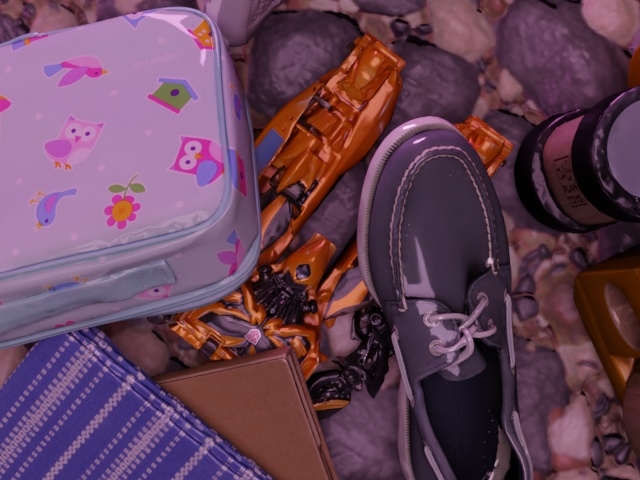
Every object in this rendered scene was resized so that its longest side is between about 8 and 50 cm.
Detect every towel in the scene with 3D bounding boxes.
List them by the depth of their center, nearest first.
[{"bbox_3d":[-0.122,0.233,1.302,0.336,0.040,0.243,40,117,0],"label":"towel"}]

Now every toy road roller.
[{"bbox_3d":[0.309,0.003,1.246,0.240,0.202,0.330,-22,91,-9],"label":"toy road roller"}]

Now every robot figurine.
[{"bbox_3d":[0.000,0.000,1.300,0.211,0.085,0.291,37,93,-2],"label":"robot figurine"}]

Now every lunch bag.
[{"bbox_3d":[-0.185,-0.036,1.238,0.279,0.108,0.224,-13,59,7],"label":"lunch bag"}]

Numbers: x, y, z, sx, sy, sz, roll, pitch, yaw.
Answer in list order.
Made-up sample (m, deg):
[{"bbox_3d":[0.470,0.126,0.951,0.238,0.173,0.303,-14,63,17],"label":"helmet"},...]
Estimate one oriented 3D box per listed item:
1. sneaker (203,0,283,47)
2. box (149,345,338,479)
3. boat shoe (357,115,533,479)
[{"bbox_3d":[0.019,-0.248,1.277,0.115,0.105,0.281,38,92,-1],"label":"sneaker"},{"bbox_3d":[-0.089,0.175,1.296,0.201,0.021,0.164,-13,106,19],"label":"box"},{"bbox_3d":[0.103,0.068,1.243,0.116,0.099,0.320,-16,116,-18],"label":"boat shoe"}]
